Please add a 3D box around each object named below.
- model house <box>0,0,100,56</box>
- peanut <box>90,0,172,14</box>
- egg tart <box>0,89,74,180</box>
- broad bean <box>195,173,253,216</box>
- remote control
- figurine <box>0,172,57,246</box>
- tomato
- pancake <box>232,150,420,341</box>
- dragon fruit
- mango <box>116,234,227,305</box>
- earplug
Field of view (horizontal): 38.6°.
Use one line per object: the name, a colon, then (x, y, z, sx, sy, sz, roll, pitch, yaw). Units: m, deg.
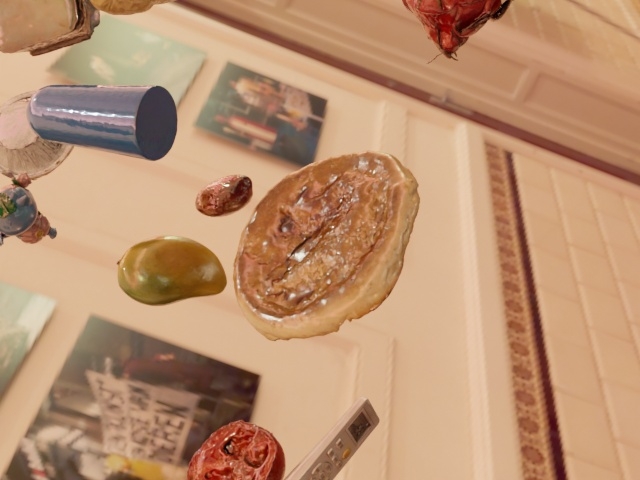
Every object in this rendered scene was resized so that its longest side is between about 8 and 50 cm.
model house: (-0.670, -0.601, 2.164, 0.284, 0.243, 0.298, -78, -29, -82)
peanut: (-0.394, -0.567, 2.025, 0.274, 0.125, 0.111, -35, -40, -47)
egg tart: (-0.688, -0.256, 2.145, 0.094, 0.234, 0.234, 66, -139, -69)
broad bean: (-0.230, -0.102, 2.196, 0.165, 0.114, 0.084, -43, -50, -56)
remote control: (-0.004, 0.450, 1.852, 0.313, 0.055, 0.109, -47, -39, -17)
figurine: (-0.620, -0.059, 1.872, 0.144, 0.114, 0.178, 65, -177, 28)
tomato: (-0.165, 0.499, 1.922, 0.228, 0.101, 0.228, -22, 45, 23)
pancake: (0.001, 0.001, 1.419, 0.356, 0.065, 0.356, -23, 45, 25)
dragon fruit: (0.242, -0.470, 1.713, 0.234, 0.234, 0.293, -84, 6, -69)
mango: (-0.263, 0.051, 1.601, 0.085, 0.191, 0.122, -48, 57, 51)
earplug: (-0.408, -0.222, 1.644, 0.132, 0.273, 0.132, 8, -90, -68)
